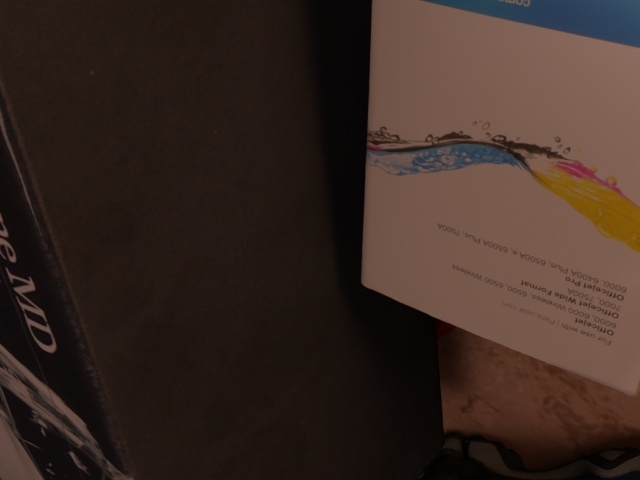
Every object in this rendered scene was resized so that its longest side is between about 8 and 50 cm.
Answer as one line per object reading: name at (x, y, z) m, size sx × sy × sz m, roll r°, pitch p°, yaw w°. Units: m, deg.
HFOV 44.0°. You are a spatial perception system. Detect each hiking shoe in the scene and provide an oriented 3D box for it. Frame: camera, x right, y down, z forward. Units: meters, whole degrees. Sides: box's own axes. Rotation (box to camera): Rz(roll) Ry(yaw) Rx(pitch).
hiking shoe at (0.190, 0.242, 0.634) m, size 0.304 × 0.132 × 0.113 m, roll -11°, pitch 114°, yaw 47°

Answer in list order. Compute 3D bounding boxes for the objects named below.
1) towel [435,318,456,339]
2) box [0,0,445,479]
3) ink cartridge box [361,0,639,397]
towel at (0.000, 0.000, 0.696) m, size 0.275 × 0.031 × 0.199 m, roll 43°, pitch 140°, yaw 8°
box at (-0.185, -0.016, 0.609) m, size 0.472 × 0.297 × 0.479 m, roll 16°, pitch 128°, yaw 36°
ink cartridge box at (0.135, -0.076, 0.419) m, size 0.168 × 0.171 × 0.232 m, roll 22°, pitch 131°, yaw 27°
